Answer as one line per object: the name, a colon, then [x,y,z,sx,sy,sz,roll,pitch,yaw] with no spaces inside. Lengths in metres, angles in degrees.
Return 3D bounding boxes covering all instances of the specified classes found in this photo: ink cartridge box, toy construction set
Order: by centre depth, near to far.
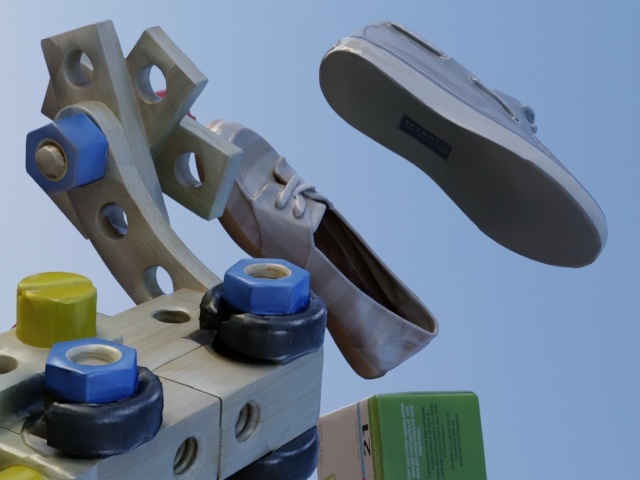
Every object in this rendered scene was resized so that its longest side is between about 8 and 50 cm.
toy construction set: [-0.124,0.040,0.617,0.215,0.328,0.151,15,-54,30]
ink cartridge box: [0.041,0.239,1.366,0.255,0.097,0.188,149,-60,-61]

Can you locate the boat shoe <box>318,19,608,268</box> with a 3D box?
boat shoe: [0.107,-0.074,1.103,0.227,0.081,0.079,37,-41,6]

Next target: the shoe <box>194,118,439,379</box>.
shoe: [0.000,0.000,1.079,0.058,0.076,0.219,-23,-61,33]
